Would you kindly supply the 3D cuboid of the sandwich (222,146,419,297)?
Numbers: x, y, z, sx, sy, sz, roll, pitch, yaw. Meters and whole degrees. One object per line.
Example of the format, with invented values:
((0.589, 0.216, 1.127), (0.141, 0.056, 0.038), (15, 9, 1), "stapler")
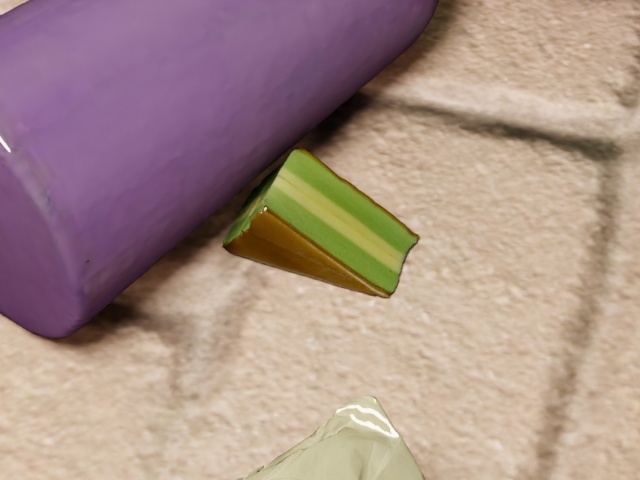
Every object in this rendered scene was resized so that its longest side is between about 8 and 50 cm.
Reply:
((0.000, 0.000, 1.222), (0.116, 0.074, 0.074), (36, 53, -9), "sandwich")

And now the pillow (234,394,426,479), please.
((-0.013, 0.261, 0.911), (0.280, 0.076, 0.274), (-28, 75, -18), "pillow")

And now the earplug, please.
((-0.085, -0.135, 1.226), (0.215, 0.215, 0.456), (34, 55, 29), "earplug")
